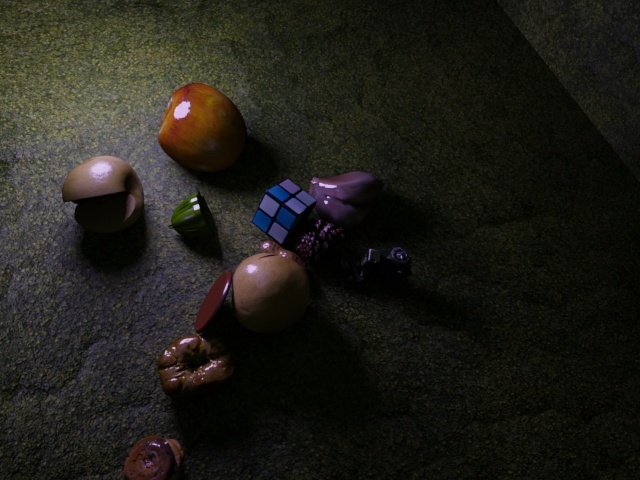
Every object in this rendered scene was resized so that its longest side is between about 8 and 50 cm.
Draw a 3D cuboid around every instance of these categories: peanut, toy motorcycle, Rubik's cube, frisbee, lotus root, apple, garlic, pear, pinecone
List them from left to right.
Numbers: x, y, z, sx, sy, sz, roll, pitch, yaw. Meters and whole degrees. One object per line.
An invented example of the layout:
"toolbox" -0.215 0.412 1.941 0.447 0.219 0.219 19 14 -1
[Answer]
"apple" -0.820 -0.171 1.770 0.255 0.292 0.291 -9 64 11
"lotus root" -0.530 -0.082 1.865 0.186 0.186 0.186 5 64 -9
"apple" -0.493 -0.470 1.981 0.375 0.373 0.384 -7 27 -15
"frisbee" -0.389 0.219 1.688 0.021 0.251 0.250 30 60 -20
"pear" -0.182 0.195 1.714 0.310 0.309 0.308 5 64 -9
"peanut" -0.148 0.078 1.881 0.226 0.108 0.095 35 54 9
"Rubik's cube" -0.147 -0.120 1.907 0.167 0.183 0.180 36 39 8
"pinecone" -0.004 0.003 1.912 0.205 0.184 0.179 2 46 -44
"garlic" 0.139 -0.182 2.052 0.340 0.231 0.246 -15 23 -35
"toy motorcycle" 0.232 0.104 1.893 0.276 0.205 0.127 6 65 -15

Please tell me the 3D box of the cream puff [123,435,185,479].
"cream puff" -0.523 0.711 1.483 0.189 0.129 0.188 1 67 -2

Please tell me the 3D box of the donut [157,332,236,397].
"donut" -0.429 0.438 1.635 0.262 0.128 0.208 -5 64 -14
